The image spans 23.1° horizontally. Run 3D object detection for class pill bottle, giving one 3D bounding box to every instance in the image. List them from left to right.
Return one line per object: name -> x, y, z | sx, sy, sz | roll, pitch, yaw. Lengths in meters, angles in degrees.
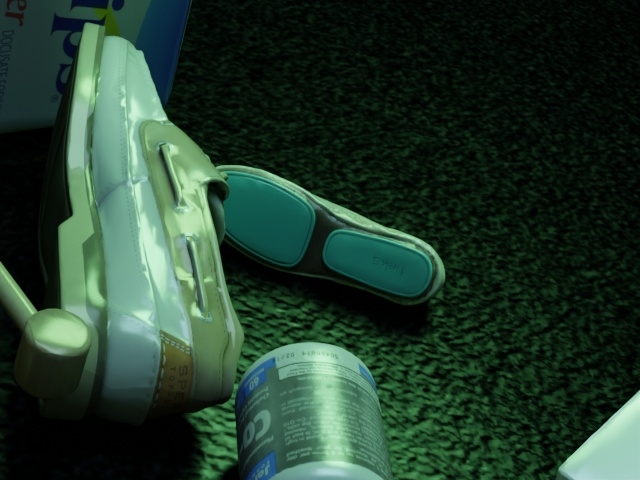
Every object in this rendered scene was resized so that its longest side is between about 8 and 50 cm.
pill bottle -> -0.002, 0.121, 0.786 | 0.078, 0.078, 0.137 | 9, 33, -12

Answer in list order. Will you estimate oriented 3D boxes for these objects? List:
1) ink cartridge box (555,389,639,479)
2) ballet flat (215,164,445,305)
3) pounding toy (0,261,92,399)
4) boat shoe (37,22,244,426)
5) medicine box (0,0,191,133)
ink cartridge box -> 0.168, 0.154, 0.768 | 0.092, 0.143, 0.090 | 36, 55, 27
ballet flat -> 0.000, 0.000, 1.009 | 0.168, 0.057, 0.052 | 25, 5, 6
pounding toy -> -0.220, 0.059, 0.767 | 0.206, 0.094, 0.181 | 15, 33, -3
boat shoe -> -0.108, -0.012, 0.922 | 0.103, 0.113, 0.302 | 8, 44, -15
medicine box -> -0.229, -0.214, 1.018 | 0.289, 0.263, 0.149 | -12, 43, -36
